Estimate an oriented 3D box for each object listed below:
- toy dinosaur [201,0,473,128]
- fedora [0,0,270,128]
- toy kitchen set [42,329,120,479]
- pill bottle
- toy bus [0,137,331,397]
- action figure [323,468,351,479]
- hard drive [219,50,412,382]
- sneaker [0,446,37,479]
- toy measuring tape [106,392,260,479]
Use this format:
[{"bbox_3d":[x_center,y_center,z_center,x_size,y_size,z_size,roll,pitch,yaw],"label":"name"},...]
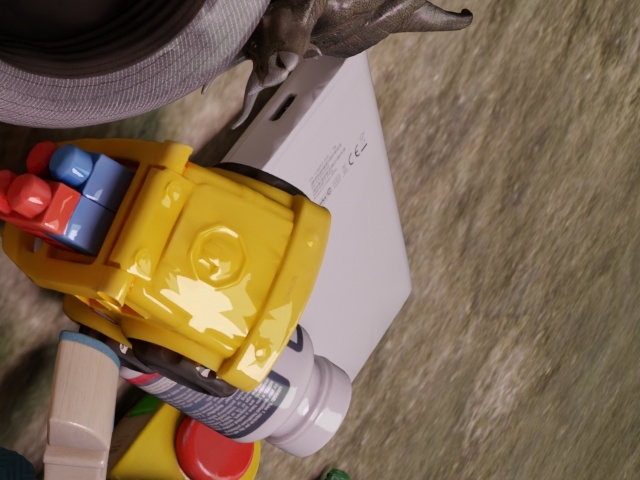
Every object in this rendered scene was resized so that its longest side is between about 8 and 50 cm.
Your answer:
[{"bbox_3d":[0.020,-0.191,1.281,0.160,0.121,0.313,-31,177,24],"label":"toy dinosaur"},{"bbox_3d":[-0.148,-0.193,0.946,0.275,0.124,0.243,-11,126,-49],"label":"fedora"},{"bbox_3d":[-0.223,0.108,1.155,0.207,0.166,0.122,107,-11,-57],"label":"toy kitchen set"},{"bbox_3d":[-0.068,0.096,1.317,0.180,0.108,0.108,34,86,-27],"label":"pill bottle"},{"bbox_3d":[-0.138,-0.003,1.132,0.211,0.220,0.149,29,78,-34],"label":"toy bus"},{"bbox_3d":[-0.032,0.347,1.795,0.232,0.063,0.137,-62,151,-3],"label":"action figure"},{"bbox_3d":[0.000,0.000,1.430,0.203,0.040,0.307,-54,148,-33],"label":"hard drive"},{"bbox_3d":[-0.283,0.261,1.226,0.228,0.087,0.092,-45,151,-24],"label":"sneaker"},{"bbox_3d":[-0.141,0.218,1.370,0.330,0.121,0.121,-53,155,-31],"label":"toy measuring tape"}]
